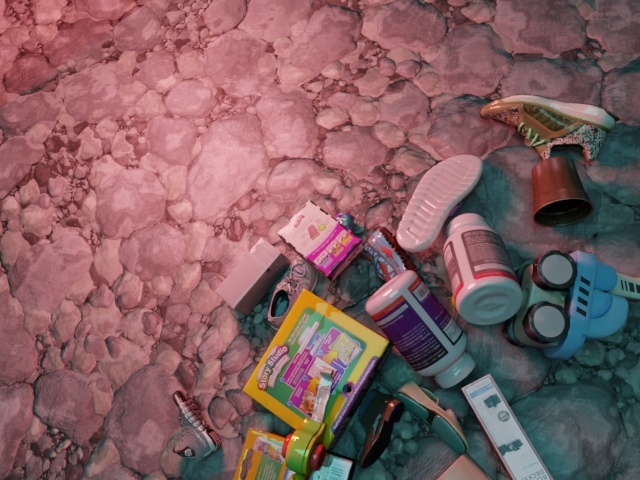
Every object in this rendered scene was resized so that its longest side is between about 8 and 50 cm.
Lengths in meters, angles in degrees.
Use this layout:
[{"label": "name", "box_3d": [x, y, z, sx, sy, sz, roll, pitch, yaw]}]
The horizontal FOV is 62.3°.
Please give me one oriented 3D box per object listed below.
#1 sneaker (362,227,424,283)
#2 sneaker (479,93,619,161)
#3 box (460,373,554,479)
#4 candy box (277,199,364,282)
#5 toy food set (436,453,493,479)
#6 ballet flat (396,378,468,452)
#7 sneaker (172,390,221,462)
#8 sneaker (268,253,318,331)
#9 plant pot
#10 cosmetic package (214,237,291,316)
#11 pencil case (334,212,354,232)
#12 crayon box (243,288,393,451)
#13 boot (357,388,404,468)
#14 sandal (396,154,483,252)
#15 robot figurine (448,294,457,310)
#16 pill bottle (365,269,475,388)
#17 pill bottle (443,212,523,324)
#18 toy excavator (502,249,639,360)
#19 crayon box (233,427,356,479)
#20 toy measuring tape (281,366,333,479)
[{"label": "sneaker", "box_3d": [0.228, 0.094, 1.669, 0.125, 0.104, 0.262, -40, 70, 27]}, {"label": "sneaker", "box_3d": [0.703, -0.348, 1.678, 0.410, 0.158, 0.182, 15, 93, 23]}, {"label": "box", "box_3d": [0.485, 0.511, 1.403, 0.087, 0.169, 0.290, -29, 68, 3]}, {"label": "candy box", "box_3d": [0.000, 0.000, 1.682, 0.159, 0.071, 0.233, -46, 64, -8]}, {"label": "toy food set", "box_3d": [0.360, 0.750, 1.403, 0.306, 0.092, 0.220, -40, 66, -11]}, {"label": "ballet flat", "box_3d": [0.329, 0.489, 1.502, 0.248, 0.086, 0.086, 38, 83, 24]}, {"label": "sneaker", "box_3d": [-0.424, 0.590, 1.647, 0.132, 0.086, 0.229, -43, 68, -1]}, {"label": "sneaker", "box_3d": [-0.086, 0.155, 1.697, 0.105, 0.115, 0.281, 15, 75, 18]}, {"label": "plant pot", "box_3d": [0.714, -0.151, 1.593, 0.167, 0.167, 0.165, -5, 61, 12]}, {"label": "cosmetic package", "box_3d": [-0.218, 0.121, 1.738, 0.107, 0.127, 0.238, 35, 84, 23]}, {"label": "pencil case", "box_3d": [0.069, -0.013, 1.746, 0.070, 0.064, 0.152, 13, 72, -9]}, {"label": "crayon box", "box_3d": [-0.007, 0.382, 1.595, 0.313, 0.106, 0.363, 29, 85, 22]}, {"label": "boot", "box_3d": [0.151, 0.543, 1.541, 0.106, 0.082, 0.219, 27, 85, 45]}, {"label": "sandal", "box_3d": [0.374, -0.117, 1.692, 0.169, 0.102, 0.416, 26, 65, 35]}, {"label": "robot figurine", "box_3d": [0.445, 0.178, 1.584, 0.115, 0.067, 0.101, -14, 63, 9]}, {"label": "pill bottle", "box_3d": [0.289, 0.255, 1.509, 0.181, 0.181, 0.323, -39, 88, -2]}, {"label": "pill bottle", "box_3d": [0.450, 0.069, 1.515, 0.176, 0.176, 0.319, -11, 40, 10]}, {"label": "toy excavator", "box_3d": [0.780, 0.141, 1.466, 0.445, 0.222, 0.433, 15, 75, 4]}, {"label": "crayon box", "box_3d": [-0.079, 0.687, 1.526, 0.322, 0.083, 0.203, 12, 74, 17]}, {"label": "toy measuring tape", "box_3d": [-0.031, 0.514, 1.445, 0.121, 0.121, 0.330, 12, 84, 18]}]
